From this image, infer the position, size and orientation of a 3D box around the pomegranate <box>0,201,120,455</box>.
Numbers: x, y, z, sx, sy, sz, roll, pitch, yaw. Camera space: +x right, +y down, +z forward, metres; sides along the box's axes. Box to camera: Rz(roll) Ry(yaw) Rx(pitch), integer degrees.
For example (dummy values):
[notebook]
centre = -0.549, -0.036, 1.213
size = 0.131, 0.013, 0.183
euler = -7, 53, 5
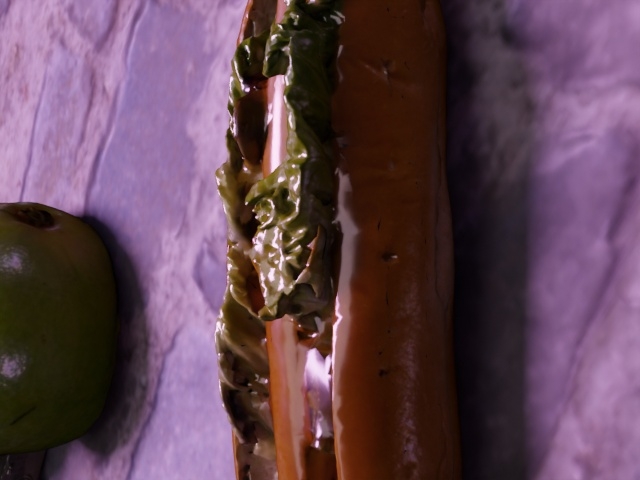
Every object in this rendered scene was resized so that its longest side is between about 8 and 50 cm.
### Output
[pomegranate]
centre = -0.270, 0.071, 0.931
size = 0.241, 0.159, 0.190
euler = -26, 68, 47

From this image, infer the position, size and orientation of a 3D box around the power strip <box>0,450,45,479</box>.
[power strip]
centre = -0.297, 0.161, 1.073
size = 0.268, 0.034, 0.092
euler = 34, 112, 43

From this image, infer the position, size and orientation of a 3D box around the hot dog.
[hot dog]
centre = 0.000, 0.000, 0.623
size = 0.135, 0.100, 0.337
euler = 1, 92, 55
